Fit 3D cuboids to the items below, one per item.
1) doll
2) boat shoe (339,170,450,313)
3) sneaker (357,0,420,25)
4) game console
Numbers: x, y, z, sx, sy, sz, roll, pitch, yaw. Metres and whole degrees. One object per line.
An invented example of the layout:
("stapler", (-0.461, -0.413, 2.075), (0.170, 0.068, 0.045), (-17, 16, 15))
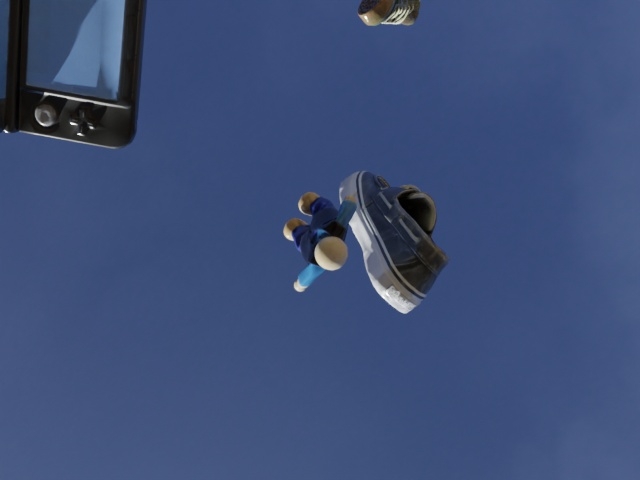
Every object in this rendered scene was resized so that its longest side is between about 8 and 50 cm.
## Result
("doll", (0.000, 0.000, 1.405), (0.046, 0.189, 0.129), (28, -84, -16))
("boat shoe", (0.119, -0.020, 1.749), (0.121, 0.119, 0.335), (43, -165, -30))
("sneaker", (0.114, -0.352, 1.792), (0.086, 0.064, 0.192), (49, -147, -22))
("game console", (-0.354, -0.250, 1.444), (0.250, 0.293, 0.173), (11, -160, 9))
